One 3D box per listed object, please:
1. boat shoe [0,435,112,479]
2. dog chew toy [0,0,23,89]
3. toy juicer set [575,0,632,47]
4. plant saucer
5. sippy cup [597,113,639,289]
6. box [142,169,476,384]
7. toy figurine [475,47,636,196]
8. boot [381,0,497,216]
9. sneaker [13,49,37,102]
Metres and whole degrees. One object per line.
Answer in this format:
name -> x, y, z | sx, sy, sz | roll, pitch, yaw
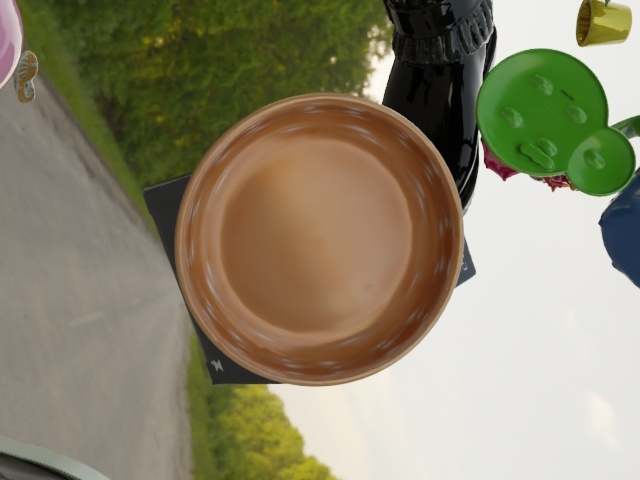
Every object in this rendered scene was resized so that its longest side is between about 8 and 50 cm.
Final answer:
boat shoe -> -0.165, 0.121, 0.357 | 0.227, 0.081, 0.069 | 36, 28, -18
dog chew toy -> -0.350, -0.170, 0.685 | 0.332, 0.206, 0.206 | -59, -155, 11
toy juicer set -> 0.389, -0.446, 1.108 | 0.209, 0.089, 0.329 | 96, -3, -72
plant saucer -> 0.000, 0.000, 0.564 | 0.037, 0.200, 0.200 | -146, -141, -74
sippy cup -> 0.502, -0.040, 1.085 | 0.240, 0.224, 0.305 | 59, -20, -20
box -> -0.001, -0.009, 1.179 | 0.212, 0.395, 0.294 | -11, -78, 48
toy figurine -> 0.236, -0.101, 0.873 | 0.173, 0.130, 0.159 | 41, -5, 7
boot -> 0.114, -0.201, 0.871 | 0.260, 0.131, 0.348 | 73, 28, -60
sneaker -> -0.420, -0.235, 1.151 | 0.037, 0.032, 0.083 | 52, -44, 29
